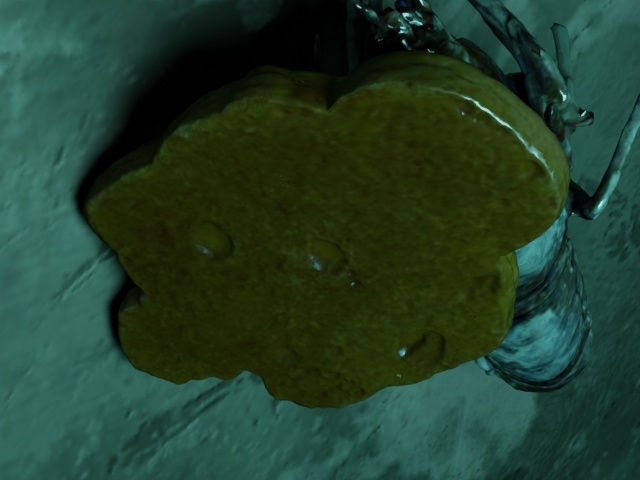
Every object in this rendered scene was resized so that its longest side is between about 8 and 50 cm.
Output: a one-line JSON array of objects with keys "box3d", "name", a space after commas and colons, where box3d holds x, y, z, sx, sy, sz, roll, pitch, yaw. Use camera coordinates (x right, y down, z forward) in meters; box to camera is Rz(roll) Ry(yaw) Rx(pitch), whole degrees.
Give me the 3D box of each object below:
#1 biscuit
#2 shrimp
[{"box3d": [0.000, 0.000, 0.967, 0.290, 0.041, 0.208, -31, 118, 36], "name": "biscuit"}, {"box3d": [0.089, -0.030, 1.066, 0.221, 0.166, 0.410, -23, 132, 5], "name": "shrimp"}]
